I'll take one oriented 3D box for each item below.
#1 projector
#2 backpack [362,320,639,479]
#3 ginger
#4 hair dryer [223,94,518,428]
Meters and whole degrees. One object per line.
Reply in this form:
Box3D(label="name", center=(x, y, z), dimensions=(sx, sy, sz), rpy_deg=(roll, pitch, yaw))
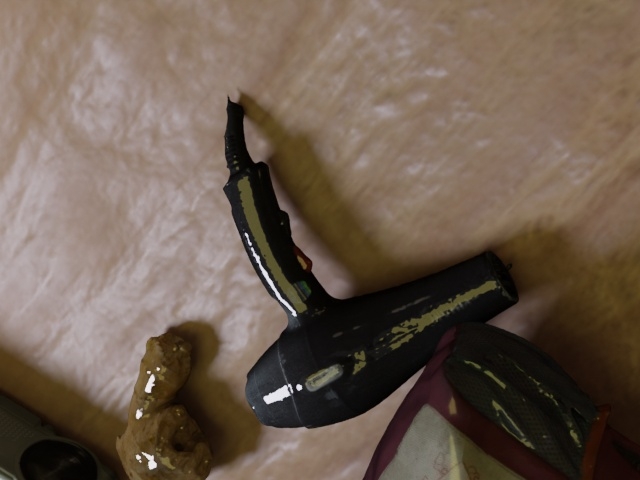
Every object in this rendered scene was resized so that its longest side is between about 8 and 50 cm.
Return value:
Box3D(label="projector", center=(-0.332, 0.242, 1.154), dimensions=(0.256, 0.099, 0.192), rpy_deg=(29, 120, 10))
Box3D(label="backpack", center=(0.162, 0.243, 0.900), dimensions=(0.317, 0.197, 0.283), rpy_deg=(32, 118, 1))
Box3D(label="ginger", center=(-0.131, 0.166, 1.058), dimensions=(0.096, 0.067, 0.165), rpy_deg=(29, 121, 34))
Box3D(label="hair dryer", center=(0.000, 0.000, 0.937), dimensions=(0.235, 0.091, 0.272), rpy_deg=(-30, 93, 20))
